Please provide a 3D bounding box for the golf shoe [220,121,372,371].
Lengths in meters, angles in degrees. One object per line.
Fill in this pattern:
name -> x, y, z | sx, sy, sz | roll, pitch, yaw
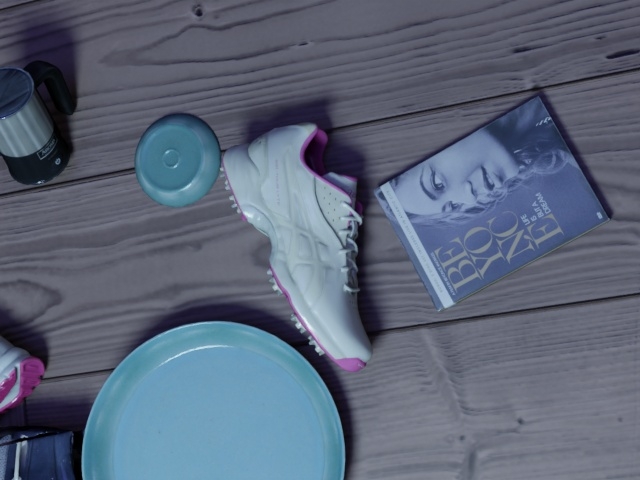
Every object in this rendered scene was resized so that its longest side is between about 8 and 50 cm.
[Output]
golf shoe -> 0.000, 0.000, 1.236 | 0.140, 0.115, 0.306 | -29, 80, 9

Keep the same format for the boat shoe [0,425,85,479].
boat shoe -> -0.331, 0.387, 1.294 | 0.158, 0.127, 0.341 | -14, 83, 20

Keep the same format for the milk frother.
milk frother -> -0.397, -0.162, 1.348 | 0.143, 0.135, 0.129 | 7, 57, 14

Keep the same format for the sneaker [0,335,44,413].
sneaker -> -0.473, 0.211, 1.371 | 0.252, 0.103, 0.111 | -46, 71, 2

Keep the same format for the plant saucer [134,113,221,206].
plant saucer -> -0.184, -0.102, 1.341 | 0.119, 0.021, 0.119 | -1, 85, 16

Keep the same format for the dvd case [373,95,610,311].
dvd case -> 0.194, -0.041, 1.229 | 0.221, 0.018, 0.165 | -30, 79, 13

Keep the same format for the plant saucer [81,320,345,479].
plant saucer -> -0.125, 0.256, 1.267 | 0.317, 0.044, 0.318 | -2, 79, 8
